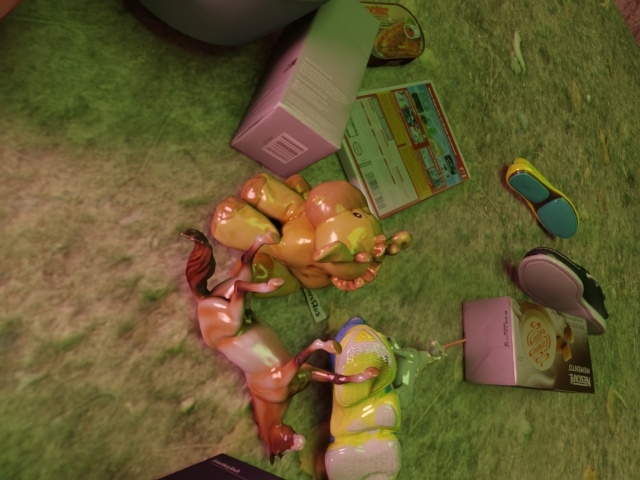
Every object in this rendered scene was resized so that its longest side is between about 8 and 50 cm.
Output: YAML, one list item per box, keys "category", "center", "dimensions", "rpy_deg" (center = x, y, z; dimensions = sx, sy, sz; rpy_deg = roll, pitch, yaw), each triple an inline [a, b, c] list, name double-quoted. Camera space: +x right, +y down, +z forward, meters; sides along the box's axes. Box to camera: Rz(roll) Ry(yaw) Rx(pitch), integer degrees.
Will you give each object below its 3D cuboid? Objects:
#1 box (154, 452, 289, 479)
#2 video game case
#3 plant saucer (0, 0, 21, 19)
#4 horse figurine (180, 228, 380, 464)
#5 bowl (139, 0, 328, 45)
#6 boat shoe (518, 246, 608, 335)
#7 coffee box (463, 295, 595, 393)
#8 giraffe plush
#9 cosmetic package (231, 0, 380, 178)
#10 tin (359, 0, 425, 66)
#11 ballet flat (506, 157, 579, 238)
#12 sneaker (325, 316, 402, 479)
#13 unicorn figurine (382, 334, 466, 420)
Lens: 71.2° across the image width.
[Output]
- category: "box"
  center: [-0.131, 0.276, 0.367]
  dimensions: [0.206, 0.153, 0.108]
  rpy_deg: [-5, 81, -36]
- category: "video game case"
  center: [0.140, -0.164, 0.767]
  dimensions: [0.285, 0.025, 0.204]
  rpy_deg: [-24, 92, -38]
- category: "plant saucer"
  center: [-0.366, -0.274, 0.333]
  dimensions: [0.331, 0.084, 0.333]
  rpy_deg: [1, 84, -14]
- category: "horse figurine"
  center: [-0.064, 0.103, 0.479]
  dimensions: [0.263, 0.174, 0.066]
  rpy_deg: [52, 35, -3]
- category: "bowl"
  center: [-0.127, -0.363, 0.526]
  dimensions: [0.311, 0.163, 0.312]
  rpy_deg: [15, 63, -33]
- category: "boat shoe"
  center: [0.498, 0.090, 0.916]
  dimensions: [0.302, 0.114, 0.091]
  rpy_deg: [42, 57, -34]
- category: "coffee box"
  center: [0.371, 0.192, 0.794]
  dimensions: [0.246, 0.098, 0.141]
  rpy_deg: [17, 68, -32]
- category: "giraffe plush"
  center: [0.000, 0.000, 0.527]
  dimensions: [0.181, 0.170, 0.210]
  rpy_deg: [-45, 105, -36]
- category: "cosmetic package"
  center: [-0.015, -0.217, 0.604]
  dimensions: [0.107, 0.127, 0.238]
  rpy_deg: [29, 61, -29]
- category: "tin"
  center: [0.115, -0.367, 0.797]
  dimensions: [0.189, 0.040, 0.106]
  rpy_deg: [-20, 94, -38]
- category: "ballet flat"
  center: [0.490, -0.099, 0.982]
  dimensions: [0.231, 0.077, 0.077]
  rpy_deg: [38, 42, -20]
- category: "sneaker"
  center: [0.052, 0.206, 0.563]
  dimensions: [0.091, 0.126, 0.241]
  rpy_deg: [3, 108, -3]
- category: "unicorn figurine"
  center: [0.124, 0.184, 0.648]
  dimensions: [0.111, 0.060, 0.162]
  rpy_deg: [36, 75, -24]
